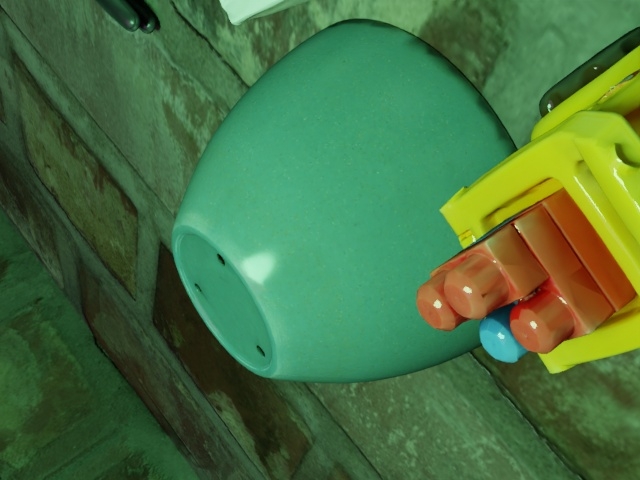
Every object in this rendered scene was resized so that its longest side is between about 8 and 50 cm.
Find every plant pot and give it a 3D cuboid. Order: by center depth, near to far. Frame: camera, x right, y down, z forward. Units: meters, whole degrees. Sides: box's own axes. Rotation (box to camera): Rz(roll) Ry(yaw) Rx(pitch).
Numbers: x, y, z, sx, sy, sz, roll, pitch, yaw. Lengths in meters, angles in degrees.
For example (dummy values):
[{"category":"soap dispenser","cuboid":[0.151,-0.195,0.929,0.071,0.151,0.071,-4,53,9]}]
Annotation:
[{"category":"plant pot","cuboid":[0.000,0.000,0.725,0.290,0.195,0.290,41,150,30]}]

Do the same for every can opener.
[{"category":"can opener","cuboid":[-0.247,-0.287,1.004,0.186,0.059,0.073,39,123,14]}]

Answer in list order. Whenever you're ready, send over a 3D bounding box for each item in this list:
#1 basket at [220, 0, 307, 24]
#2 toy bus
[{"category":"basket","cuboid":[0.020,-0.200,0.505,0.113,0.167,0.103,-1,113,61]},{"category":"toy bus","cuboid":[0.152,-0.020,0.422,0.149,0.211,0.220,58,153,3]}]
